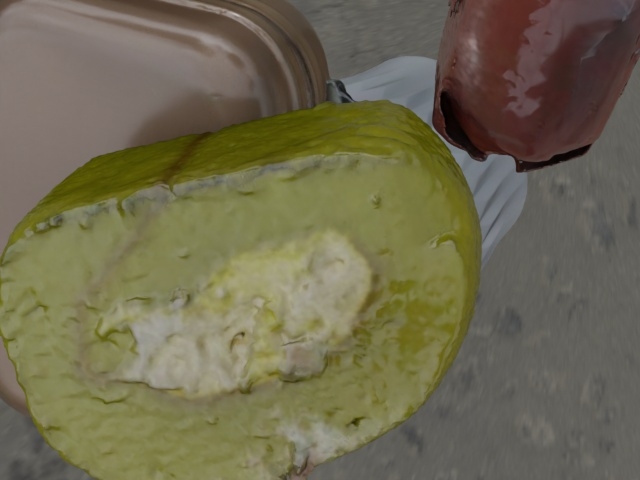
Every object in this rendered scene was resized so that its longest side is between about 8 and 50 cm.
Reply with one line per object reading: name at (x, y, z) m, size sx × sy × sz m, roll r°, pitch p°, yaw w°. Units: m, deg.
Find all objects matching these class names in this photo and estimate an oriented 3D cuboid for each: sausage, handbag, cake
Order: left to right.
handbag at (-0.081, -0.021, 1.180) m, size 0.283 × 0.149 × 0.302 m, roll 10°, pitch 112°, yaw 18°
cake at (-0.036, 0.032, 1.021) m, size 0.260 × 0.156 × 0.179 m, roll -11°, pitch 107°, yaw 11°
sausage at (0.166, -0.169, 1.341) m, size 0.152 × 0.152 × 0.280 m, roll 20°, pitch 135°, yaw 5°

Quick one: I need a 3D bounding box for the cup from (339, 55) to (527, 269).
cup at (0.000, 0.000, 1.634) m, size 0.253 × 0.371 × 0.253 m, roll 26°, pitch 136°, yaw 28°
